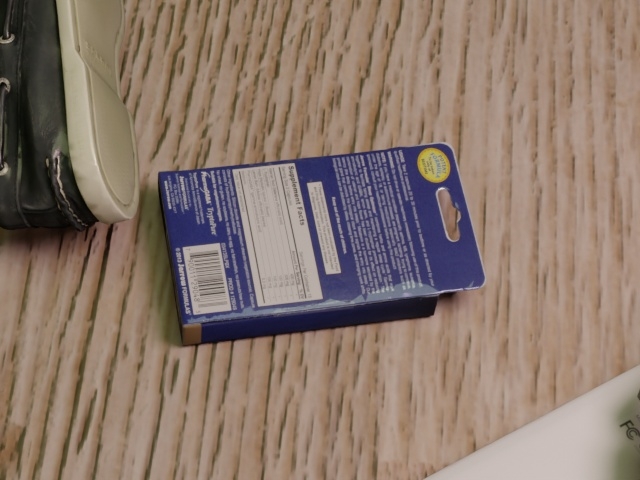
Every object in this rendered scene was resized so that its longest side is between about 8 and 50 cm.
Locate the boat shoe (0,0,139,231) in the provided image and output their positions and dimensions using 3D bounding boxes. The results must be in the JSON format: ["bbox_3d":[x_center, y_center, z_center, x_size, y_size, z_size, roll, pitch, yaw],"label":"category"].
[{"bbox_3d":[-0.212,-0.146,1.422,0.113,0.127,0.340,-17,60,11],"label":"boat shoe"}]

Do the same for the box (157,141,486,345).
[{"bbox_3d":[0.000,0.000,1.389,0.225,0.036,0.136,-7,58,-7],"label":"box"}]

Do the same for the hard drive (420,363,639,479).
[{"bbox_3d":[0.193,0.224,1.254,0.353,0.047,0.233,-25,63,-20],"label":"hard drive"}]

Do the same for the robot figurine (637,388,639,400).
[{"bbox_3d":[0.338,0.077,1.242,0.211,0.085,0.291,21,52,23],"label":"robot figurine"}]
